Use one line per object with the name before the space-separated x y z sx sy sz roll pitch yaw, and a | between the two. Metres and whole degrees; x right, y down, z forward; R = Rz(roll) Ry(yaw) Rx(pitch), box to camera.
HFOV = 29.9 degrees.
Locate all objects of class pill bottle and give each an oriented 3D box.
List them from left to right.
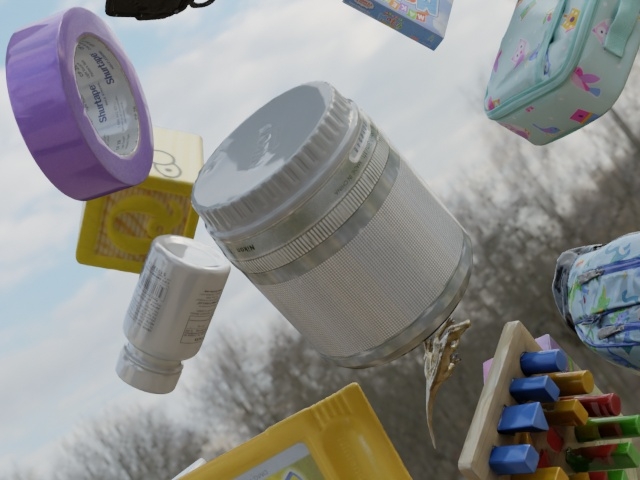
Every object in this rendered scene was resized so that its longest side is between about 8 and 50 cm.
pill bottle | -0.238 0.118 1.881 0.131 0.131 0.229 -13 -51 -64

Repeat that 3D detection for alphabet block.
alphabet block | -0.306 -0.073 2.042 0.197 0.192 0.193 -100 22 -59

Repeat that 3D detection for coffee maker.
coffee maker | -0.245 -0.388 1.602 0.120 0.178 0.171 -38 -25 21

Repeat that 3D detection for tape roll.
tape roll | -0.350 -0.201 1.773 0.090 0.275 0.275 -16 -5 17

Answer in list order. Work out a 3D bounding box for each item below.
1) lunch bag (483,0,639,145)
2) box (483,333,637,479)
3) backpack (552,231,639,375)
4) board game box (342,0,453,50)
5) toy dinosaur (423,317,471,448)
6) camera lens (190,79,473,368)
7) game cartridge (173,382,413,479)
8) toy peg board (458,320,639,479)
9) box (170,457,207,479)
lunch bag | 0.311 -0.268 1.448 0.279 0.108 0.224 -69 13 -17
box | 0.351 0.301 1.735 0.117 0.243 0.213 -28 35 27
backpack | 0.507 0.091 1.623 0.355 0.290 0.273 -46 23 59
board game box | 0.131 -0.406 1.830 0.039 0.160 0.211 -47 21 52
toy dinosaur | 0.146 0.162 1.504 0.092 0.053 0.183 -62 -15 -61
camera lens | 0.019 -0.011 1.326 0.219 0.274 0.219 -33 26 19
game cartridge | -0.028 0.371 1.469 0.323 0.285 0.053 -29 -18 -6
toy peg board | 0.214 0.176 1.052 0.079 0.161 0.161 -14 38 40
box | -0.273 0.524 1.864 0.215 0.168 0.345 -40 -1 27
